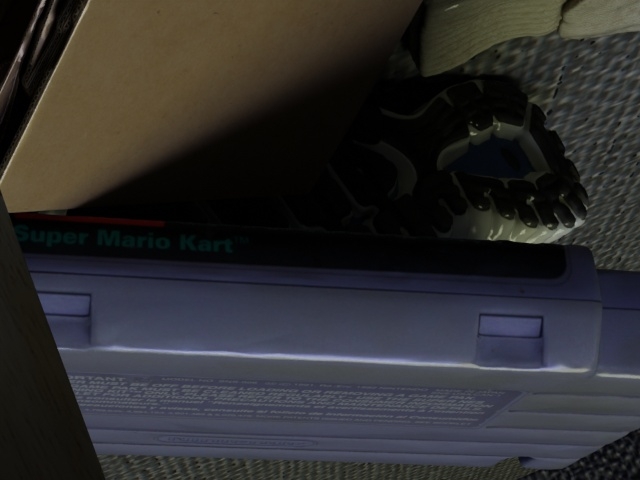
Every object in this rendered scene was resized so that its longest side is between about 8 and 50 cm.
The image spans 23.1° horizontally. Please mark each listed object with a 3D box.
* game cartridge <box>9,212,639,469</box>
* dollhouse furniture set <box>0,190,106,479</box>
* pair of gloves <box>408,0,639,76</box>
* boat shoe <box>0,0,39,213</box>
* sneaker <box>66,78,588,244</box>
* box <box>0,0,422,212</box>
[{"bbox_3d":[-0.029,0.051,0.684,0.355,0.068,0.230,3,158,-9],"label":"game cartridge"},{"bbox_3d":[-0.278,0.019,0.343,0.394,0.256,0.362,-4,153,-46],"label":"dollhouse furniture set"},{"bbox_3d":[0.153,-0.152,0.724,0.204,0.042,0.240,-18,162,-17],"label":"pair of gloves"},{"bbox_3d":[-0.104,-0.058,0.631,0.073,0.073,0.207,0,150,-43],"label":"boat shoe"},{"bbox_3d":[0.000,0.000,0.827,0.330,0.129,0.147,-3,151,-46],"label":"sneaker"},{"bbox_3d":[-0.030,-0.084,0.598,0.201,0.021,0.164,-7,132,-56],"label":"box"}]
